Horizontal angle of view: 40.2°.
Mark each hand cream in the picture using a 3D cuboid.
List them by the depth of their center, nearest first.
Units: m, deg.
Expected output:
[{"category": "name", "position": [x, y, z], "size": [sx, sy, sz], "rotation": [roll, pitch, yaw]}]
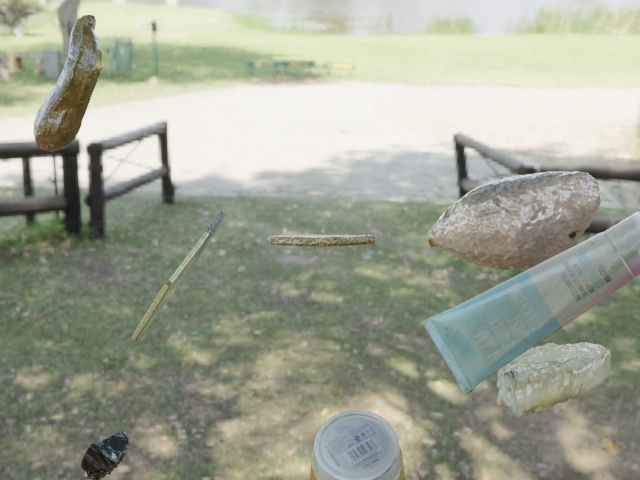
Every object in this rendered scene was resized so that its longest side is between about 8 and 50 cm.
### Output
[{"category": "hand cream", "position": [0.285, 0.072, 1.122], "size": [0.312, 0.111, 0.070], "rotation": [-34, -9, 12]}]

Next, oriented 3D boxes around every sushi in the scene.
[{"category": "sushi", "position": [-0.390, 0.394, 1.581], "size": [0.056, 0.085, 0.083], "rotation": [33, 24, 3]}]

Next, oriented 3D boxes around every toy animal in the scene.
[{"category": "toy animal", "position": [0.398, -0.032, 1.785], "size": [0.358, 0.188, 0.226], "rotation": [-10, -19, 23]}]

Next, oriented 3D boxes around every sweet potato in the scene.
[{"category": "sweet potato", "position": [-0.397, -0.246, 1.393], "size": [0.081, 0.233, 0.062], "rotation": [28, 10, 34]}]

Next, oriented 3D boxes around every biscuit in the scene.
[{"category": "biscuit", "position": [0.349, 0.197, 1.328], "size": [0.179, 0.084, 0.281], "rotation": [-16, -4, 2]}, {"category": "biscuit", "position": [0.000, 0.000, 1.904], "size": [0.131, 0.025, 0.231], "rotation": [-3, 2, -43]}]

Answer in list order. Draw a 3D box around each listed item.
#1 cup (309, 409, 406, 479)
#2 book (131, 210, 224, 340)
[{"category": "cup", "position": [0.049, 0.437, 1.528], "size": [0.185, 0.226, 0.241], "rotation": [26, 50, 27]}, {"category": "book", "position": [-0.342, 0.083, 2.133], "size": [0.018, 0.228, 0.322], "rotation": [35, 40, -4]}]
